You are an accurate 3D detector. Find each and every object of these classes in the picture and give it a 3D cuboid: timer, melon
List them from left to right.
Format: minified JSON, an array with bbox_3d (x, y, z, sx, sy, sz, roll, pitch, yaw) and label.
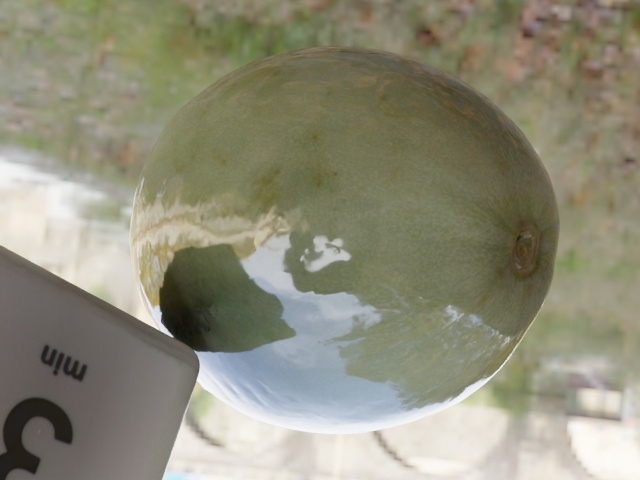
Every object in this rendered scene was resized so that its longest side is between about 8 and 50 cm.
[{"bbox_3d":[-0.218,0.128,1.126,0.192,0.195,0.194,31,154,-27],"label":"timer"},{"bbox_3d":[0.010,-0.002,1.206,0.272,0.271,0.308,9,152,-31],"label":"melon"}]
